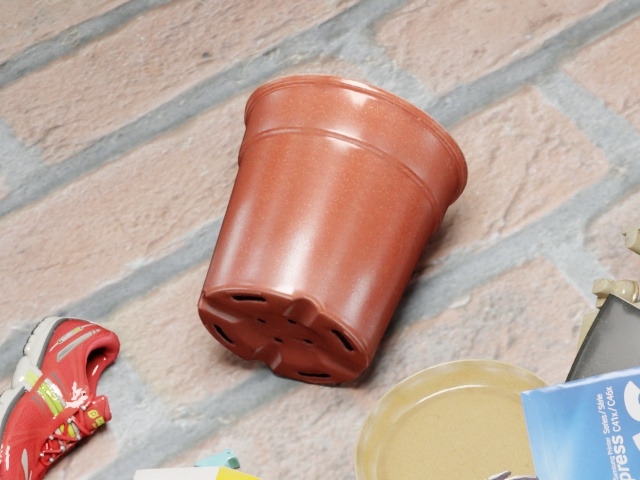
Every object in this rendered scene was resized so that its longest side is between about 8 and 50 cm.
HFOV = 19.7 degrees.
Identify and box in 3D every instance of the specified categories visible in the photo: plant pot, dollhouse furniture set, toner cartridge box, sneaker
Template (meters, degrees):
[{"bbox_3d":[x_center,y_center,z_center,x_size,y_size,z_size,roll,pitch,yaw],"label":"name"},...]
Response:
[{"bbox_3d":[0.154,0.227,1.961,0.236,0.032,0.236,-9,48,9],"label":"plant pot"},{"bbox_3d":[0.383,0.070,2.013,0.144,0.123,0.151,-17,52,50],"label":"dollhouse furniture set"},{"bbox_3d":[0.333,0.197,1.844,0.187,0.188,0.167,33,79,37],"label":"plant pot"},{"bbox_3d":[0.301,0.293,1.694,0.165,0.075,0.348,-15,76,20],"label":"toner cartridge box"},{"bbox_3d":[0.000,0.000,2.077,0.272,0.272,0.265,8,60,23],"label":"plant pot"},{"bbox_3d":[-0.297,0.199,2.079,0.118,0.107,0.279,7,53,11],"label":"sneaker"}]

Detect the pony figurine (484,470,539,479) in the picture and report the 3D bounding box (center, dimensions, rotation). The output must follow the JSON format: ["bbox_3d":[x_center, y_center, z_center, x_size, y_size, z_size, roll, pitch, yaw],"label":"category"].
[{"bbox_3d":[0.096,0.385,1.573,0.363,0.303,0.351,2,63,47],"label":"pony figurine"}]

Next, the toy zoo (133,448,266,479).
[{"bbox_3d":[-0.139,0.342,1.944,0.192,0.030,0.293,5,51,21],"label":"toy zoo"}]
